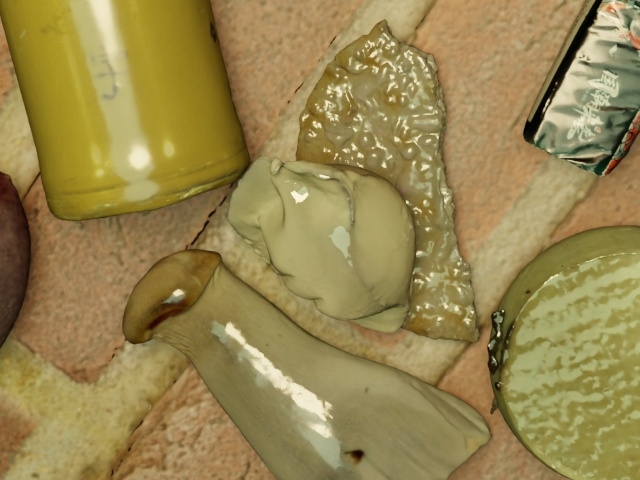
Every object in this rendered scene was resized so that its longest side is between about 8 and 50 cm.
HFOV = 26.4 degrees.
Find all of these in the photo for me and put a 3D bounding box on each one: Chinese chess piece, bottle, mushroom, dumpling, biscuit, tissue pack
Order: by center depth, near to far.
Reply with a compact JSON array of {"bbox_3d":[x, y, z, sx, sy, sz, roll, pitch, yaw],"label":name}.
[{"bbox_3d":[-0.174,-0.205,1.087,0.172,0.171,0.351,-10,102,7],"label":"bottle"},{"bbox_3d":[0.238,-0.142,1.102,0.090,0.103,0.170,26,104,5],"label":"tissue pack"},{"bbox_3d":[-0.001,0.004,1.126,0.155,0.111,0.181,9,115,28],"label":"dumpling"},{"bbox_3d":[0.254,0.098,1.163,0.238,0.092,0.237,1,105,4],"label":"Chinese chess piece"},{"bbox_3d":[0.049,-0.042,1.174,0.141,0.038,0.289,-9,105,12],"label":"biscuit"},{"bbox_3d":[-0.019,0.125,1.194,0.329,0.122,0.159,41,67,-6],"label":"mushroom"}]

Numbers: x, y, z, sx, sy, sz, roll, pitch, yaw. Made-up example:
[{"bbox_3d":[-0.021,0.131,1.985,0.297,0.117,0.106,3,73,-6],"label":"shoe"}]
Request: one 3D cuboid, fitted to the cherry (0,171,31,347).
[{"bbox_3d":[-0.361,0.037,1.157,0.213,0.183,0.266,42,88,-14],"label":"cherry"}]
